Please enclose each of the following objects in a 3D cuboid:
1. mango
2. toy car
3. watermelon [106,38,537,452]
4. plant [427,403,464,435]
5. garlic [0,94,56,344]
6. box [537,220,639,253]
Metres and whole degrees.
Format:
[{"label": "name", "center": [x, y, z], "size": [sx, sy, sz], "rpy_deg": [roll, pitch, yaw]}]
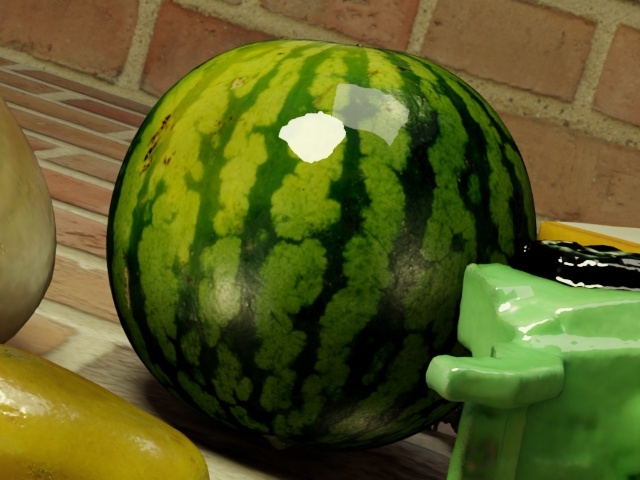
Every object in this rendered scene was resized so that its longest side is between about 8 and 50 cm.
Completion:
[{"label": "mango", "center": [-0.134, 0.102, 0.760], "size": [0.161, 0.076, 0.103], "rpy_deg": [20, 3, -7]}, {"label": "toy car", "center": [0.184, 0.122, 0.725], "size": [0.358, 0.213, 0.176], "rpy_deg": [9, 6, -17]}, {"label": "watermelon", "center": [0.000, 0.000, 0.999], "size": [0.285, 0.285, 0.285], "rpy_deg": [17, 8, -3]}, {"label": "plant", "center": [0.115, 0.136, 1.145], "size": [0.051, 0.051, 0.102], "rpy_deg": [10, 6, -44]}, {"label": "garlic", "center": [-0.256, -0.032, 0.860], "size": [0.231, 0.246, 0.340], "rpy_deg": [30, -4, -7]}, {"label": "box", "center": [0.315, 0.115, 1.022], "size": [0.259, 0.214, 0.283], "rpy_deg": [0, 11, -39]}]
